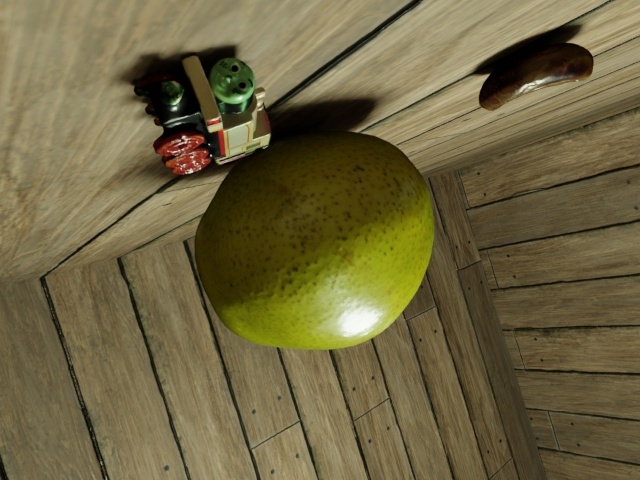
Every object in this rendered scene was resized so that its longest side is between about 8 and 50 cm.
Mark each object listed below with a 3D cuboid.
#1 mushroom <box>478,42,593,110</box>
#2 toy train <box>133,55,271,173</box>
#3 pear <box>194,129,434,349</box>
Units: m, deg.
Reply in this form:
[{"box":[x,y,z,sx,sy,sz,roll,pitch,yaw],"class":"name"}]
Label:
[{"box":[0.232,-0.183,0.551,0.123,0.052,0.123,-16,-172,2],"class":"mushroom"},{"box":[-0.078,-0.088,0.358,0.087,0.050,0.138,-22,180,-9],"class":"toy train"},{"box":[0.000,0.000,0.616,0.294,0.294,0.294,-17,-179,0],"class":"pear"}]
